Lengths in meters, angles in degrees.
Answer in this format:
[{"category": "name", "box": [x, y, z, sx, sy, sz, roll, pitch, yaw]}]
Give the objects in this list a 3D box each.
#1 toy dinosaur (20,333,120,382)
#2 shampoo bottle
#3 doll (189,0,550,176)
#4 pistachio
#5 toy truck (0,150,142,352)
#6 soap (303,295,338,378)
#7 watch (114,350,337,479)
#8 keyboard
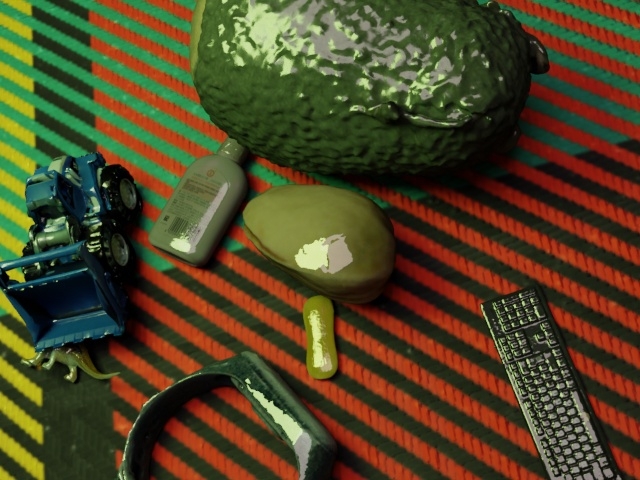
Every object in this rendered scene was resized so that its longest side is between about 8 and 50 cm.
[{"category": "toy dinosaur", "box": [-0.282, 0.125, 1.024, 0.180, 0.037, 0.058, 27, 82, 27]}, {"category": "shampoo bottle", "box": [-0.122, -0.054, 1.050, 0.080, 0.040, 0.165, 21, 74, 26]}, {"category": "doll", "box": [0.043, -0.176, 0.952, 0.349, 0.247, 0.247, 18, 73, 27]}, {"category": "pistachio", "box": [0.000, 0.000, 0.945, 0.126, 0.108, 0.185, -25, 37, -37]}, {"category": "toy truck", "box": [-0.268, 0.004, 1.017, 0.113, 0.126, 0.208, -14, 59, 14]}, {"category": "soap", "box": [0.000, 0.097, 0.959, 0.034, 0.012, 0.089, -12, 64, 13]}, {"category": "watch", "box": [-0.089, 0.218, 0.906, 0.193, 0.068, 0.206, -45, 58, -1]}, {"category": "keyboard", "box": [0.208, 0.135, 0.876, 0.063, 0.010, 0.198, -21, 62, 6]}]
